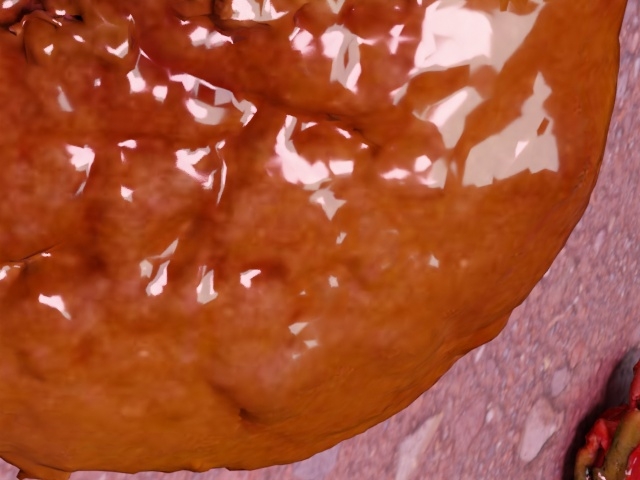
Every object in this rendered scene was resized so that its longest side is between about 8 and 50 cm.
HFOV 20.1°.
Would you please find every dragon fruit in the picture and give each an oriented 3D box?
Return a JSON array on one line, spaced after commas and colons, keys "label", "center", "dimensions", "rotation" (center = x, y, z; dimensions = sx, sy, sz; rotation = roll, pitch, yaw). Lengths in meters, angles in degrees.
[{"label": "dragon fruit", "center": [0.273, 0.180, 1.368], "dimensions": [0.167, 0.160, 0.172], "rotation": [-15, 131, -1]}]

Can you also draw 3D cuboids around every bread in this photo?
[{"label": "bread", "center": [-0.047, -0.074, 0.600], "dimensions": [0.312, 0.172, 0.312], "rotation": [-5, 116, -11]}]
